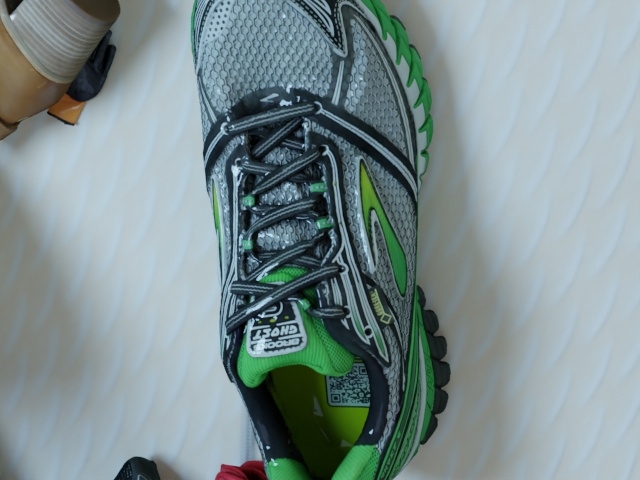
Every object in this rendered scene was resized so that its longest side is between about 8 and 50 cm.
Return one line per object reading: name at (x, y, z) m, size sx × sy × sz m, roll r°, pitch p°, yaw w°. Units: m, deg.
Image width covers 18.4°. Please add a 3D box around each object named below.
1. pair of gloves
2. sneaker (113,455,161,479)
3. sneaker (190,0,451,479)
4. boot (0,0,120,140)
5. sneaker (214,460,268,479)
pair of gloves at (-0.168, -0.115, 1.198) m, size 0.083 × 0.010 × 0.074 m, roll 29°, pitch 116°, yaw 1°
sneaker at (-0.165, 0.216, 1.273) m, size 0.077 × 0.072 × 0.178 m, roll 28°, pitch 95°, yaw -23°
sneaker at (0.000, 0.000, 1.127) m, size 0.134 × 0.146 × 0.343 m, roll -8°, pitch 109°, yaw 18°
boot at (-0.225, -0.152, 1.161) m, size 0.152 × 0.073 × 0.197 m, roll -40°, pitch 85°, yaw 32°
sneaker at (-0.069, 0.210, 1.286) m, size 0.221 × 0.087 × 0.128 m, roll -14°, pitch 89°, yaw 22°
